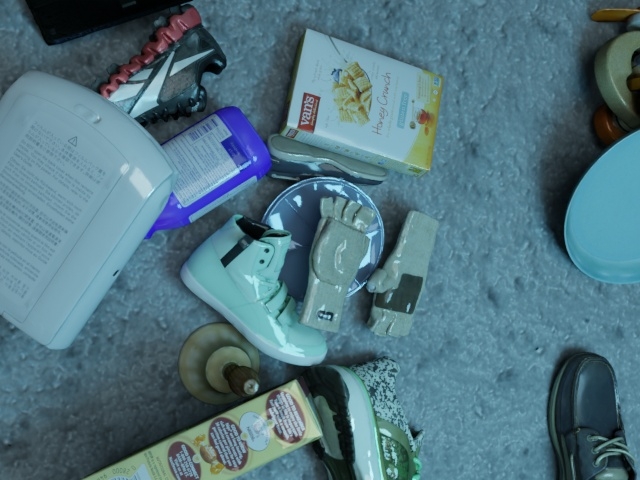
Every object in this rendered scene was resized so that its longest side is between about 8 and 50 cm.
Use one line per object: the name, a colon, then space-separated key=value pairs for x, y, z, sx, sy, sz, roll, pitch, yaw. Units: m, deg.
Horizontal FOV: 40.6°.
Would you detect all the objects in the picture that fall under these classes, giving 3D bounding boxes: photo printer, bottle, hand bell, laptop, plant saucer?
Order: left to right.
photo printer: x=-0.353 y=-0.050 z=1.139 sx=0.256 sy=0.107 sz=0.307 roll=36 pitch=98 yaw=4
laptop: x=-0.320 y=-0.446 z=1.218 sx=0.235 sy=0.136 sz=0.264 roll=-14 pitch=119 yaw=12
bottle: x=-0.212 y=-0.079 z=1.247 sx=0.283 sy=0.092 sz=0.118 roll=-34 pitch=76 yaw=-9
hand bell: x=-0.119 y=0.183 z=1.200 sx=0.126 sy=0.242 sz=0.126 roll=1 pitch=88 yaw=-17
plant saucer: x=0.545 y=-0.067 z=1.439 sx=0.318 sy=0.043 sz=0.317 roll=-8 pitch=125 yaw=-12

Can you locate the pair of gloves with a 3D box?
pair of gloves: x=0.074 y=0.044 z=1.318 sx=0.240 sy=0.042 sz=0.204 roll=9 pitch=95 yaw=-38

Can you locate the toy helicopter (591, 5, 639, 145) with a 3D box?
toy helicopter: x=0.613 y=-0.314 z=1.509 sx=0.355 sy=0.140 sz=0.234 roll=-16 pitch=85 yaw=-27

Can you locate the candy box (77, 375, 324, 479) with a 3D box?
candy box: x=-0.154 y=0.288 z=1.180 sx=0.317 sy=0.183 sz=0.087 roll=-24 pitch=83 yaw=-2

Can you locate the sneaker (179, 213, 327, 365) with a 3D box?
sneaker: x=-0.064 y=0.071 z=1.265 sx=0.256 sy=0.094 sz=0.151 roll=37 pitch=115 yaw=-11

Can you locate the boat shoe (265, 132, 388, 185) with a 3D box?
boat shoe: x=0.005 y=-0.113 z=1.349 sx=0.206 sy=0.075 sz=0.065 roll=10 pitch=129 yaw=-22

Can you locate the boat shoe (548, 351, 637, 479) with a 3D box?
boat shoe: x=0.466 y=0.364 z=1.430 sx=0.133 sy=0.130 sz=0.355 roll=-2 pitch=90 yaw=-17

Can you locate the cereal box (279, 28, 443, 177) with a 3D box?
cereal box: x=0.067 y=-0.211 z=1.346 sx=0.240 sy=0.047 sz=0.172 roll=15 pitch=70 yaw=-16

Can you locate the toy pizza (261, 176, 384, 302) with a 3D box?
toy pizza: x=0.000 y=0.000 z=1.337 sx=0.201 sy=0.032 sz=0.201 roll=-3 pitch=103 yaw=-14

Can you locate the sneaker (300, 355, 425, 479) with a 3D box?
sneaker: x=0.110 y=0.361 z=1.330 sx=0.182 sy=0.158 sz=0.410 roll=-19 pitch=100 yaw=-34

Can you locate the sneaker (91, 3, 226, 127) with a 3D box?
sneaker: x=-0.242 y=-0.209 z=1.244 sx=0.135 sy=0.098 sz=0.276 roll=44 pitch=76 yaw=-9
